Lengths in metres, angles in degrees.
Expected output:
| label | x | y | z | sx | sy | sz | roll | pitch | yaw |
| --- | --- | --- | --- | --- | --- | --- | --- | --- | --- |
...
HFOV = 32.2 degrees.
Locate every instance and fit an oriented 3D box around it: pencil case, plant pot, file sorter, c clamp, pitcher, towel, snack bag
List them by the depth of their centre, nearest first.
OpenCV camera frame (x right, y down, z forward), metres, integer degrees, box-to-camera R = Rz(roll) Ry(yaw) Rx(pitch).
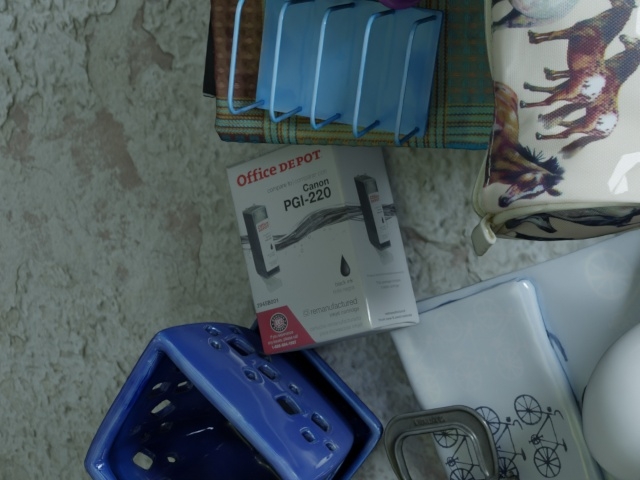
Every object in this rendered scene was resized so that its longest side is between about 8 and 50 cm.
| label | x | y | z | sx | sy | sz | roll | pitch | yaw |
| --- | --- | --- | --- | --- | --- | --- | --- | --- | --- |
| pencil case | 0.190 | -0.195 | 0.844 | 0.183 | 0.160 | 0.411 | -1 | 87 | 8 |
| pitcher | 0.304 | 0.095 | 0.955 | 0.178 | 0.125 | 0.207 | -98 | 25 | -52 |
| file sorter | 0.012 | -0.159 | 1.010 | 0.170 | 0.104 | 0.118 | 12 | 108 | 14 |
| towel | 0.069 | -0.220 | 1.051 | 0.370 | 0.040 | 0.272 | 2 | 104 | 15 |
| snack bag | 0.253 | 0.177 | 1.089 | 0.342 | 0.037 | 0.323 | -22 | 86 | 38 |
| c clamp | 0.136 | 0.239 | 1.158 | 0.160 | 0.022 | 0.137 | -9 | 96 | 40 |
| plant pot | -0.086 | 0.227 | 1.242 | 0.236 | 0.212 | 0.236 | 45 | 124 | 20 |

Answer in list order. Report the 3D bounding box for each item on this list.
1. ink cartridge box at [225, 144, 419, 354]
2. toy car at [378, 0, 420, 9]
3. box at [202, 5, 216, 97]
| label | x | y | z | sx | sy | sz | roll | pitch | yaw |
| --- | --- | --- | --- | --- | --- | --- | --- | --- | --- |
| ink cartridge box | 0.000 | 0.000 | 1.185 | 0.158 | 0.092 | 0.218 | -17 | 80 | 38 |
| toy car | 0.054 | -0.263 | 0.954 | 0.182 | 0.159 | 0.136 | 20 | 150 | 32 |
| box | -0.032 | -0.218 | 1.174 | 0.156 | 0.093 | 0.158 | 19 | 112 | 30 |
